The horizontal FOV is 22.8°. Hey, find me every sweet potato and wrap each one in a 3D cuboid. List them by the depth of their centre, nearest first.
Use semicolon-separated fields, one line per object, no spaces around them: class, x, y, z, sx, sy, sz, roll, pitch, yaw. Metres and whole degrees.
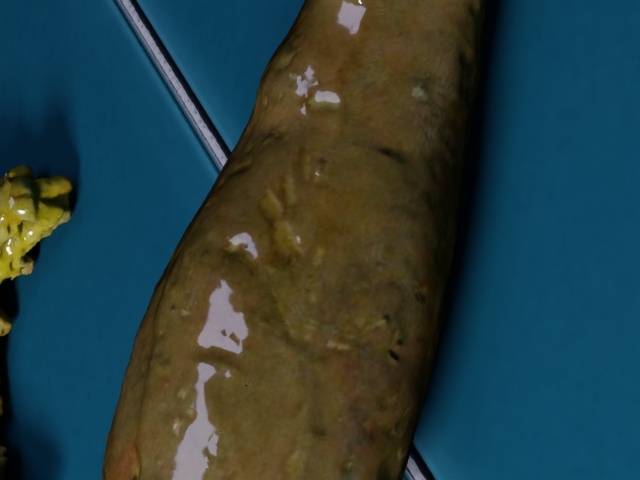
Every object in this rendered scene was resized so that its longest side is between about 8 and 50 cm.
sweet potato;0.002;-0.002;0.664;0.130;0.130;0.422;19;92;51

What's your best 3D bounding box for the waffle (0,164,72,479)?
waffle;-0.242;0.102;0.980;0.260;0.069;0.292;-20;65;46
